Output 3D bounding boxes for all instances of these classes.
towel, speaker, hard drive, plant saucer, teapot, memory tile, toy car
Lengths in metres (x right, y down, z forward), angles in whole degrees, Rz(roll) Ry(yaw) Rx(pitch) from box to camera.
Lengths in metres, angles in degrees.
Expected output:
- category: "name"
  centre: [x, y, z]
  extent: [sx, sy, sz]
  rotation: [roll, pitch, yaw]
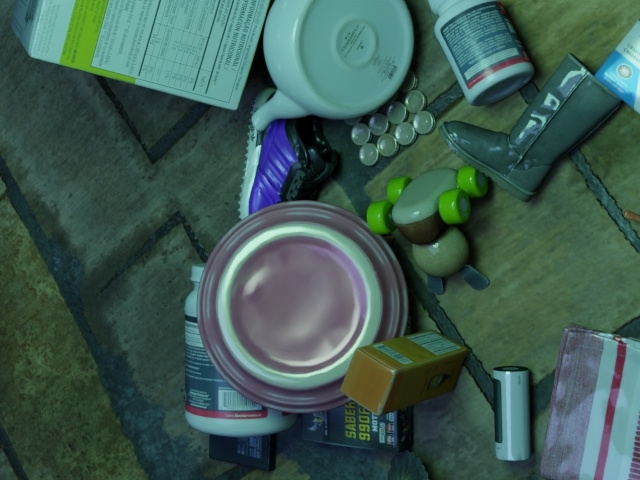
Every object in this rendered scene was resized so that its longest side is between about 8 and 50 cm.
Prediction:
- category: "towel"
  centre: [0.477, 0.265, 1.519]
  extent: [0.329, 0.037, 0.237]
  rotation: [12, 100, 32]
- category: "speaker"
  centre: [0.287, 0.259, 1.629]
  extent: [0.055, 0.055, 0.136]
  rotation: [0, 93, 33]
- category: "hard drive"
  centre: [-0.139, 0.350, 1.927]
  extent: [0.135, 0.022, 0.094]
  rotation: [5, 95, 32]
- category: "plant saucer"
  centre: [-0.030, 0.100, 1.666]
  extent: [0.332, 0.084, 0.332]
  rotation: [0, 85, 4]
- category: "teapot"
  centre: [0.010, -0.315, 1.696]
  extent: [0.187, 0.256, 0.252]
  rotation: [23, 127, 59]
- category: "memory tile"
  centre: [0.109, -0.195, 1.745]
  extent: [0.148, 0.012, 0.113]
  rotation: [-29, 77, 30]
- category: "toy car"
  centre: [0.187, -0.003, 1.662]
  extent: [0.155, 0.149, 0.188]
  rotation: [-8, 117, 36]

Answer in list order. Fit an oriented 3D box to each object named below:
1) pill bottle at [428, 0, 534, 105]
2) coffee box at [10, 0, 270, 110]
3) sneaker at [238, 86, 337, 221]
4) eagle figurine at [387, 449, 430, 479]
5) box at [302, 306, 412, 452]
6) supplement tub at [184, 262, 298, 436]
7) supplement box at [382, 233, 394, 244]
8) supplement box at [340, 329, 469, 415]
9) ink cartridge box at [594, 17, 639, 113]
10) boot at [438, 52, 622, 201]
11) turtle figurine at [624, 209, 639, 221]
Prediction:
- category: "pill bottle"
  centre: [0.230, -0.300, 1.604]
  extent: [0.108, 0.108, 0.180]
  rotation: [-31, 77, 30]
- category: "coffee box"
  centre: [-0.274, -0.433, 1.720]
  extent: [0.337, 0.334, 0.338]
  rotation: [44, 119, 62]
- category: "sneaker"
  centre: [-0.045, -0.105, 1.795]
  extent: [0.146, 0.102, 0.293]
  rotation: [6, 96, 32]
- category: "eagle figurine"
  centre: [0.097, 0.508, 1.690]
  extent: [0.225, 0.226, 0.298]
  rotation: [-34, 79, 50]
- category: "box"
  centre: [0.059, 0.218, 1.773]
  extent: [0.183, 0.056, 0.231]
  rotation: [2, 93, 32]
- category: "supplement tub"
  centre: [-0.131, 0.176, 1.812]
  extent: [0.191, 0.191, 0.272]
  rotation: [2, 94, 33]
- category: "supplement box"
  centre: [0.072, 0.017, 1.755]
  extent: [0.043, 0.055, 0.083]
  rotation: [40, 111, 26]
- category: "supplement box"
  centre: [0.130, 0.193, 1.621]
  extent: [0.080, 0.233, 0.078]
  rotation: [29, 108, 32]
- category: "ink cartridge box"
  centre: [0.493, -0.254, 1.450]
  extent: [0.148, 0.086, 0.203]
  rotation: [45, 115, 23]
- category: "boot"
  centre: [0.300, -0.181, 1.569]
  extent: [0.189, 0.076, 0.208]
  rotation: [33, 120, -4]
- category: "turtle figurine"
  centre: [0.542, -0.070, 1.427]
  extent: [0.269, 0.087, 0.217]
  rotation: [19, 103, 31]
